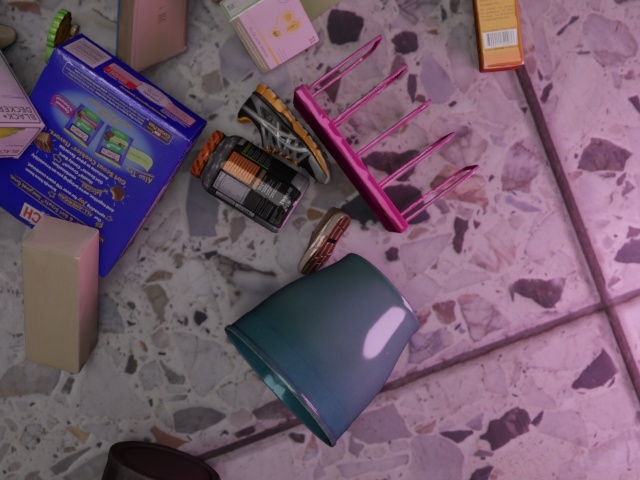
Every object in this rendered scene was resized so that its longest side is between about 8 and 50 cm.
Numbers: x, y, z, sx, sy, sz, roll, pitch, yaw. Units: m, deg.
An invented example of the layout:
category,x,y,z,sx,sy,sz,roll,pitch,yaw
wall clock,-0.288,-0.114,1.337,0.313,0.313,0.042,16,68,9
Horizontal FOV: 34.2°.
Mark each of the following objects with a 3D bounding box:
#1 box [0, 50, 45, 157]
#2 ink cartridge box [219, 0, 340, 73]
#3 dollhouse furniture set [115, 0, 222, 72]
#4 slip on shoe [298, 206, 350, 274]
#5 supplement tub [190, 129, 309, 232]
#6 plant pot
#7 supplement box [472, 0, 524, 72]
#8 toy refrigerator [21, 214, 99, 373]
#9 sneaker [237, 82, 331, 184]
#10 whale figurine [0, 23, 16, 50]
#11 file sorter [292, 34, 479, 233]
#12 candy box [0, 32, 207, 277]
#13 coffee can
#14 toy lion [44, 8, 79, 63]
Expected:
category,x,y,z,sx,sy,sz,roll,pitch,yaw
box,-0.587,-0.269,1.668,0.087,0.169,0.290,-40,73,28
ink cartridge box,-0.038,-0.405,1.785,0.235,0.171,0.056,-30,61,3
dollhouse furniture set,-0.340,-0.485,1.829,0.303,0.198,0.286,41,52,21
slip on shoe,0.000,0.000,1.873,0.041,0.051,0.135,42,104,37
supplement tub,-0.125,-0.107,1.828,0.190,0.117,0.117,32,93,-1
plant pot,0.019,0.166,1.785,0.255,0.272,0.271,-42,92,-12
supplement box,0.305,-0.417,1.826,0.080,0.078,0.233,-5,93,4
toy refrigerator,-0.444,0.094,1.791,0.102,0.094,0.269,14,128,6
sneaker,-0.060,-0.177,1.845,0.083,0.084,0.215,-41,82,3
whale figurine,-0.651,-0.282,1.832,0.216,0.141,0.272,31,69,3
file sorter,0.111,-0.182,1.783,0.182,0.202,0.290,-37,92,-1
candy box,-0.389,-0.141,1.778,0.268,0.122,0.317,35,114,-3
coffee can,-0.312,0.518,1.825,0.202,0.201,0.275,18,93,-1
toy lion,-0.460,-0.355,1.826,0.034,0.096,0.100,22,94,-1
